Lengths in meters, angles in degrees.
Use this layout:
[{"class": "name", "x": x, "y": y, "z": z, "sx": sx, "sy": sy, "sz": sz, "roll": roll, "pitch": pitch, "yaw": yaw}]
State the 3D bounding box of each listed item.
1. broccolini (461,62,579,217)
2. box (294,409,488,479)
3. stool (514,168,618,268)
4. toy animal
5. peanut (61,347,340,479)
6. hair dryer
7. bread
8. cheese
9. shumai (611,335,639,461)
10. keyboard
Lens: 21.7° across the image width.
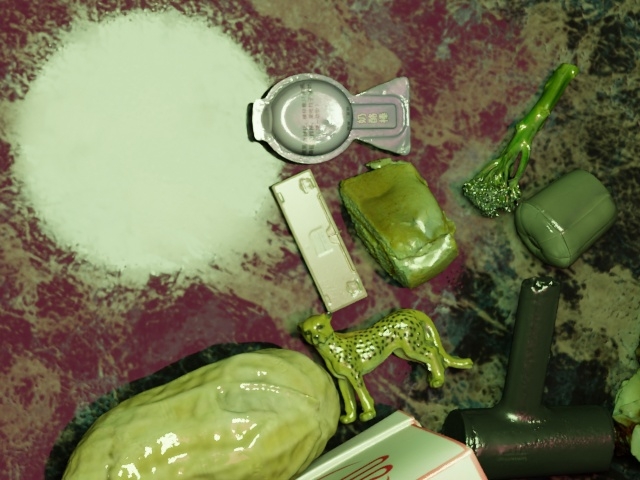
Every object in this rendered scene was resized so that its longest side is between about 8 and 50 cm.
[{"class": "broccolini", "x": 0.250, "y": -0.124, "z": 1.997, "sx": 0.067, "sy": 0.058, "sz": 0.216, "roll": 37, "pitch": 82, "yaw": -7}, {"class": "box", "x": 0.065, "y": 0.405, "z": 1.833, "sx": 0.312, "sy": 0.300, "sz": 0.314, "roll": -29, "pitch": 96, "yaw": -10}, {"class": "stool", "x": 0.293, "y": -0.028, "z": 1.989, "sx": 0.110, "sy": 0.096, "sz": 0.096, "roll": -36, "pitch": 97, "yaw": -15}, {"class": "toy animal", "x": 0.076, "y": 0.125, "z": 1.954, "sx": 0.181, "sy": 0.073, "sz": 0.136, "roll": -22, "pitch": 93, "yaw": -13}, {"class": "peanut", "x": -0.136, "y": 0.229, "z": 1.863, "sx": 0.340, "sy": 0.174, "sz": 0.158, "roll": -19, "pitch": 138, "yaw": -8}, {"class": "hair dryer", "x": 0.251, "y": 0.163, "z": 1.956, "sx": 0.197, "sy": 0.089, "sz": 0.251, "roll": 0, "pitch": 108, "yaw": -12}, {"class": "bread", "x": 0.097, "y": -0.021, "z": 1.940, "sx": 0.103, "sy": 0.110, "sz": 0.156, "roll": -35, "pitch": 96, "yaw": -4}, {"class": "cheese", "x": 0.014, "y": -0.142, "z": 1.953, "sx": 0.191, "sy": 0.042, "sz": 0.105, "roll": -1, "pitch": 91, "yaw": -13}, {"class": "shumai", "x": 0.456, "y": 0.195, "z": 1.976, "sx": 0.218, "sy": 0.189, "sz": 0.256, "roll": -39, "pitch": 92, "yaw": -13}, {"class": "keyboard", "x": 0.000, "y": 0.000, "z": 1.965, "sx": 0.055, "sy": 0.017, "sz": 0.166, "roll": -25, "pitch": 95, "yaw": -6}]
